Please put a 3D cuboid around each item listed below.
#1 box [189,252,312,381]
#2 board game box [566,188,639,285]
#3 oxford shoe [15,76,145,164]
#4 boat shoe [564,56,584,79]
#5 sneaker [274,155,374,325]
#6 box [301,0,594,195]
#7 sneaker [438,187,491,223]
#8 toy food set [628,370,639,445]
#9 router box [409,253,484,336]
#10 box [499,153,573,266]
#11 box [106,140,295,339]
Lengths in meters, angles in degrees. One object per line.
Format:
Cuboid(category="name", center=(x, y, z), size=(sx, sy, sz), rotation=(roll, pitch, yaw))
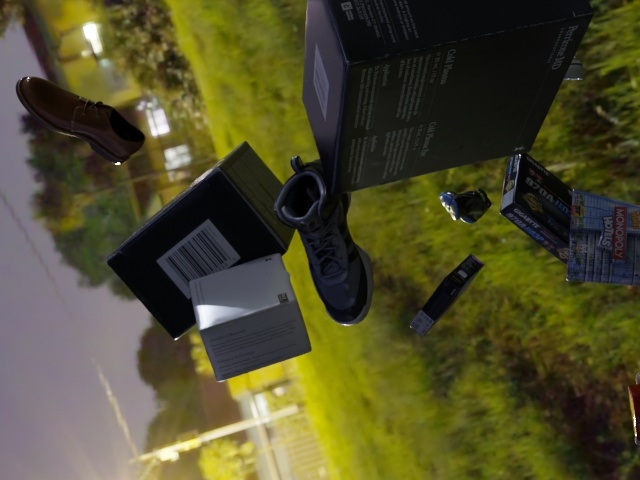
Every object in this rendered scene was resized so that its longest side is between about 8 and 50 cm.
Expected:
Cuboid(category="box", center=(-0.128, 0.134, 1.772), size=(0.181, 0.181, 0.119), rotation=(-114, 8, -60))
Cuboid(category="board game box", center=(0.614, -0.007, 2.035), size=(0.060, 0.194, 0.194), rotation=(71, -154, -57))
Cuboid(category="oxford shoe", center=(-0.360, -0.196, 1.500), size=(0.212, 0.076, 0.076), rotation=(29, -130, -35))
Cuboid(category="boat shoe", center=(0.355, -0.296, 1.575), size=(0.226, 0.083, 0.076), rotation=(-131, 40, -75))
Cuboid(category="sneaker", center=(0.000, 0.000, 1.498), size=(0.153, 0.101, 0.269), rotation=(7, -110, -68))
Cuboid(category="box", center=(0.148, -0.241, 1.327), size=(0.343, 0.312, 0.179), rotation=(97, 159, -65))
Cuboid(category="sneaker", center=(0.302, -0.081, 2.032), size=(0.067, 0.078, 0.188), rotation=(58, -160, 20))
Cuboid(category="toy food set", center=(0.551, 0.279, 1.549), size=(0.232, 0.111, 0.105), rotation=(-86, -15, -73))
Cuboid(category="router box", center=(0.289, 0.125, 2.256), size=(0.046, 0.133, 0.179), rotation=(41, 132, 12))
Cuboid(category="box", center=(0.493, -0.071, 2.156), size=(0.220, 0.051, 0.175), rotation=(35, -134, -18))
Cuboid(category="box", center=(-0.221, -0.016, 2.033), size=(0.212, 0.293, 0.395), rotation=(50, -169, -8))
